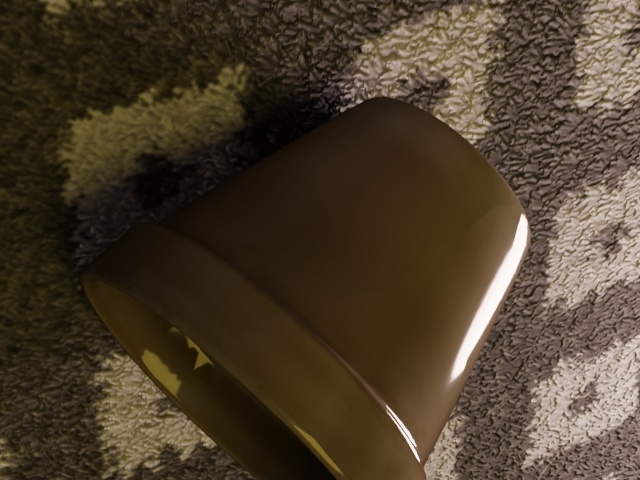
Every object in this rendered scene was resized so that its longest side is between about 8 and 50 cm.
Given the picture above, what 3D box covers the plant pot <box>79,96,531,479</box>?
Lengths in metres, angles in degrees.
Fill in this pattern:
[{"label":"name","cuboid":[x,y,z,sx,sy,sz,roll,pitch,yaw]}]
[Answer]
[{"label":"plant pot","cuboid":[0.013,0.043,1.184,0.280,0.323,0.323,-47,139,-18]}]
